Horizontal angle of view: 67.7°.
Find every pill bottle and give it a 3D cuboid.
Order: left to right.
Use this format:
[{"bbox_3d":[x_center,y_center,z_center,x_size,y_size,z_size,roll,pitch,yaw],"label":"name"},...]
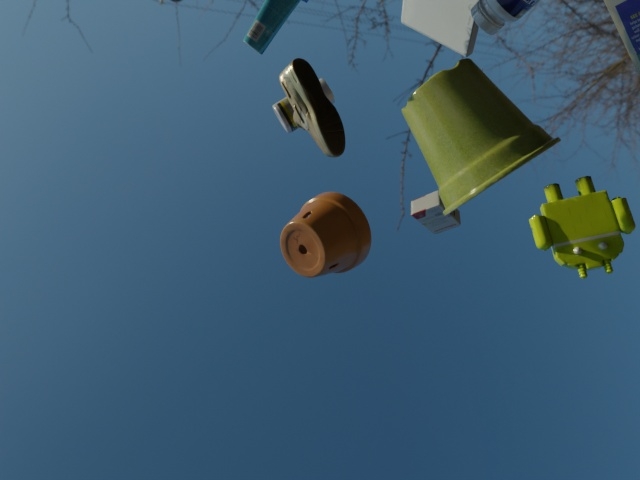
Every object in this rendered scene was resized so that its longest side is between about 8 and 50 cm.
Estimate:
[{"bbox_3d":[-0.059,-0.494,1.740,0.208,0.119,0.119,-32,-102,-1],"label":"pill bottle"},{"bbox_3d":[0.437,-0.563,1.073,0.111,0.186,0.112,17,-125,-26],"label":"pill bottle"}]

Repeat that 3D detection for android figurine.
[{"bbox_3d":[0.704,-0.034,1.288,0.248,0.056,0.273,-11,-107,14],"label":"android figurine"}]

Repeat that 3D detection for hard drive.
[{"bbox_3d":[0.408,-0.786,1.630,0.040,0.203,0.307,-35,-121,-21],"label":"hard drive"}]

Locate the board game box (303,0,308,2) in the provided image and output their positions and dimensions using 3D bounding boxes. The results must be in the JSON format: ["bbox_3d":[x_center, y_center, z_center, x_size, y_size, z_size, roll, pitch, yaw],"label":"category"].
[{"bbox_3d":[-0.067,-0.811,1.164,0.233,0.347,0.078,22,-142,-9],"label":"board game box"}]

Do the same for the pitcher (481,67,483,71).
[{"bbox_3d":[0.522,-0.530,1.780,0.125,0.207,0.178,46,-143,-39],"label":"pitcher"}]

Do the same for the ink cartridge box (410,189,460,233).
[{"bbox_3d":[0.462,-0.109,1.909,0.175,0.127,0.073,33,-131,-38],"label":"ink cartridge box"}]

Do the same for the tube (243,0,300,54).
[{"bbox_3d":[-0.098,-0.523,1.075,0.080,0.207,0.052,33,-167,-18],"label":"tube"}]

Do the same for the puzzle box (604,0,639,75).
[{"bbox_3d":[0.730,-0.499,0.828,0.272,0.408,0.052,47,-130,-23],"label":"puzzle box"}]

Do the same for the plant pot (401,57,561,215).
[{"bbox_3d":[0.316,-0.233,1.030,0.276,0.276,0.254,-29,-96,-37],"label":"plant pot"}]

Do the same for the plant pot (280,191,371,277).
[{"bbox_3d":[0.000,0.000,1.636,0.203,0.291,0.291,-30,-101,-46],"label":"plant pot"}]

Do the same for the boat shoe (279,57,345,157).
[{"bbox_3d":[-0.026,-0.373,1.397,0.109,0.098,0.303,-30,-85,-45],"label":"boat shoe"}]
